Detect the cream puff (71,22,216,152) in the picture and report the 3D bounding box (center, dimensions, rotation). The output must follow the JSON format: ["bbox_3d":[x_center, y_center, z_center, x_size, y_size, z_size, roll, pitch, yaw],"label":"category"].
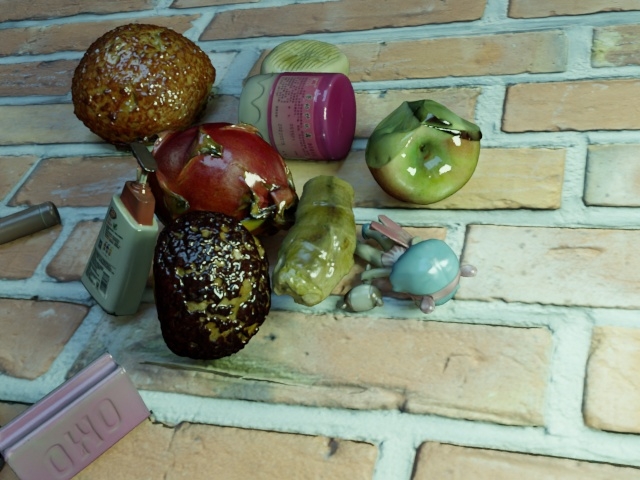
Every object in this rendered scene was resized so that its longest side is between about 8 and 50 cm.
[{"bbox_3d":[-0.414,-0.374,1.838,0.350,0.229,0.350,-8,39,6],"label":"cream puff"}]

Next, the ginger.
[{"bbox_3d":[0.000,0.000,1.318,0.116,0.109,0.263,-21,35,32],"label":"ginger"}]

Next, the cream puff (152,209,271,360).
[{"bbox_3d":[-0.162,0.067,1.242,0.164,0.239,0.239,-7,41,7],"label":"cream puff"}]

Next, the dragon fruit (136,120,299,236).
[{"bbox_3d":[-0.184,-0.104,1.443,0.250,0.250,0.315,-39,34,-25],"label":"dragon fruit"}]

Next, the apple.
[{"bbox_3d":[0.184,-0.159,1.439,0.207,0.174,0.188,-23,14,0],"label":"apple"}]

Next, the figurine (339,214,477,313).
[{"bbox_3d":[0.111,0.037,1.291,0.205,0.103,0.260,-30,32,-19],"label":"figurine"}]

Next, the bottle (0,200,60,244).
[{"bbox_3d":[-0.609,-0.036,1.646,0.140,0.053,0.053,-21,40,-5],"label":"bottle"}]

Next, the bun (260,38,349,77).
[{"bbox_3d":[-0.038,-0.354,1.758,0.178,0.128,0.193,25,42,25],"label":"bun"}]

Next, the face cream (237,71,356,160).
[{"bbox_3d":[-0.045,-0.250,1.609,0.194,0.175,0.175,4,44,21],"label":"face cream"}]

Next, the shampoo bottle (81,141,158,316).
[{"bbox_3d":[-0.333,-0.020,1.385,0.071,0.284,0.153,6,23,-41],"label":"shampoo bottle"}]

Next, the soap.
[{"bbox_3d":[-0.357,0.269,1.165,0.203,0.122,0.065,-38,44,-23],"label":"soap"}]

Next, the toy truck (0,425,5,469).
[{"bbox_3d":[-0.598,0.331,1.183,0.252,0.108,0.114,-32,43,-18],"label":"toy truck"}]
